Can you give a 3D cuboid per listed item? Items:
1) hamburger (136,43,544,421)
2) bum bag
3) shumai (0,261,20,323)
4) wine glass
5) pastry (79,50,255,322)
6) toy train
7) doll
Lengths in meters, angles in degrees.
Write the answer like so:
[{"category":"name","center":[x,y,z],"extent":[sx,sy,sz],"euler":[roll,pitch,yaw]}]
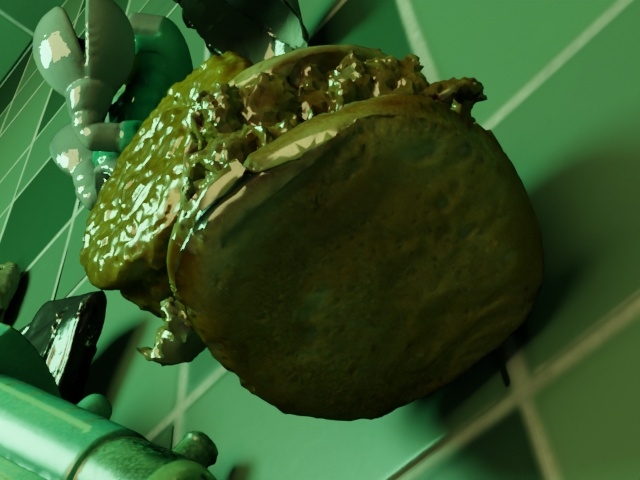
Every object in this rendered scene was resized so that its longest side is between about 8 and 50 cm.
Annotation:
[{"category":"hamburger","center":[0.000,0.000,0.435],"extent":[0.185,0.159,0.131],"euler":[-33,31,0]},{"category":"bum bag","center":[-0.223,0.155,0.755],"extent":[0.123,0.060,0.248],"euler":[-27,39,44]},{"category":"shumai","center":[-0.440,0.080,1.159],"extent":[0.201,0.120,0.201],"euler":[-40,27,25]},{"category":"wine glass","center":[-0.031,-0.243,0.836],"extent":[0.122,0.122,0.182],"euler":[-17,43,53]},{"category":"pastry","center":[-0.071,-0.029,0.655],"extent":[0.189,0.103,0.188],"euler":[-42,28,28]},{"category":"toy train","center":[-0.189,0.143,0.567],"extent":[0.298,0.120,0.194],"euler":[11,40,42]},{"category":"doll","center":[-0.191,-0.121,0.915],"extent":[0.258,0.153,0.194],"euler":[-108,28,-64]}]
